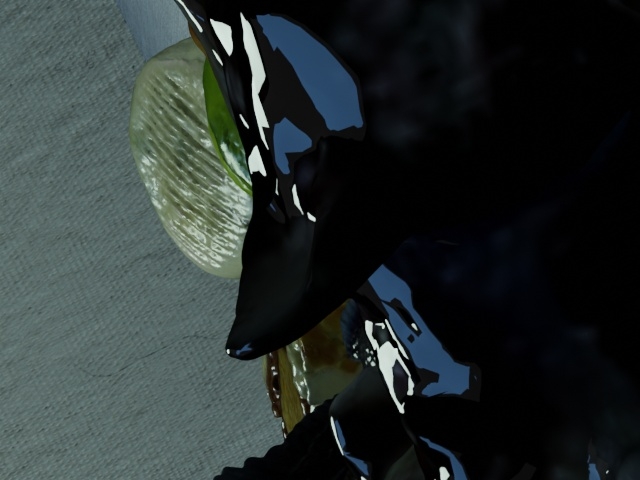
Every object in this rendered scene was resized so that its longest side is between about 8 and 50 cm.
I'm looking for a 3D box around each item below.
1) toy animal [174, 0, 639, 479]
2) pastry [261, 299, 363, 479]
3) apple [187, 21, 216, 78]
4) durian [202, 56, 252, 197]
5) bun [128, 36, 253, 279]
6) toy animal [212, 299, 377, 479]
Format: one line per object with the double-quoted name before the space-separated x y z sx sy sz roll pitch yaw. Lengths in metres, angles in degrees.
"toy animal" 0.063 -0.009 0.590 0.344 0.194 0.302 63 -179 -27
"pastry" 0.029 0.130 1.617 0.256 0.170 0.236 -121 26 -75
"apple" -0.029 -0.138 1.191 0.126 0.102 0.126 61 173 12
"durian" -0.012 -0.078 1.356 0.139 0.101 0.250 8 -134 -53
"bun" -0.086 -0.087 1.718 0.210 0.116 0.237 31 127 40
"toy animal" 0.074 0.066 1.207 0.160 0.197 0.272 20 -94 -76
